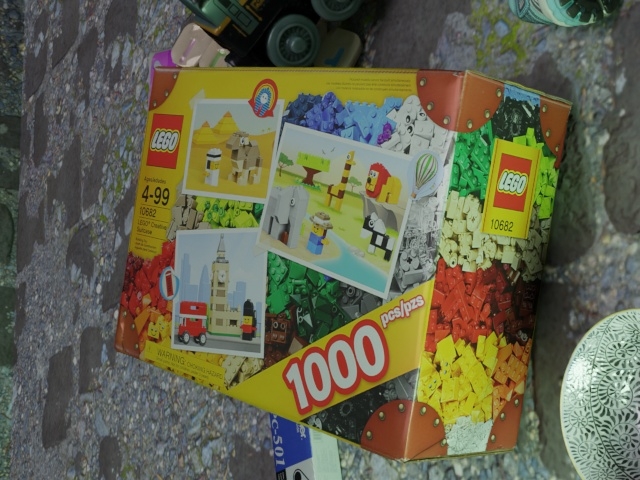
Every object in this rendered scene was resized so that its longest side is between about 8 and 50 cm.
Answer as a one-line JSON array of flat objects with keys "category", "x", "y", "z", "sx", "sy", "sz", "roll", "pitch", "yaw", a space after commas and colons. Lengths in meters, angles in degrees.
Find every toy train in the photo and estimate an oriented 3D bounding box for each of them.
[{"category": "toy train", "x": -0.036, "y": -0.369, "z": 1.296, "sx": 0.334, "sy": 0.190, "sz": 0.142, "roll": -50, "pitch": 34, "yaw": 3}]

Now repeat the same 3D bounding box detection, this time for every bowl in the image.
[{"category": "bowl", "x": 0.292, "y": 0.144, "z": 0.835, "sx": 0.170, "sy": 0.080, "sz": 0.170, "roll": -16, "pitch": 70, "yaw": 55}]

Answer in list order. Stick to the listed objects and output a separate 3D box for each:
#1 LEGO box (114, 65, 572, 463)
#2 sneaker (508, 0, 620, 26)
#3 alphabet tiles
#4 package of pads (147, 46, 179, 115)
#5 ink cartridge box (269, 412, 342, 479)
[{"category": "LEGO box", "x": 0.000, "y": 0.000, "z": 1.132, "sx": 0.500, "sy": 0.193, "sz": 0.372, "roll": 10, "pitch": 93, "yaw": 46}, {"category": "sneaker", "x": 0.238, "y": -0.357, "z": 1.006, "sx": 0.122, "sy": 0.110, "sz": 0.282, "roll": 7, "pitch": 89, "yaw": 61}, {"category": "alphabet tiles", "x": -0.082, "y": -0.272, "z": 1.422, "sx": 0.284, "sy": 0.021, "sz": 0.277, "roll": 27, "pitch": 86, "yaw": 27}, {"category": "package of pads", "x": -0.143, "y": -0.162, "z": 1.485, "sx": 0.229, "sy": 0.101, "sz": 0.296, "roll": -8, "pitch": 74, "yaw": 21}, {"category": "ink cartridge box", "x": -0.017, "y": 0.310, "z": 1.321, "sx": 0.097, "sy": 0.046, "sz": 0.207, "roll": -36, "pitch": 54, "yaw": 48}]
